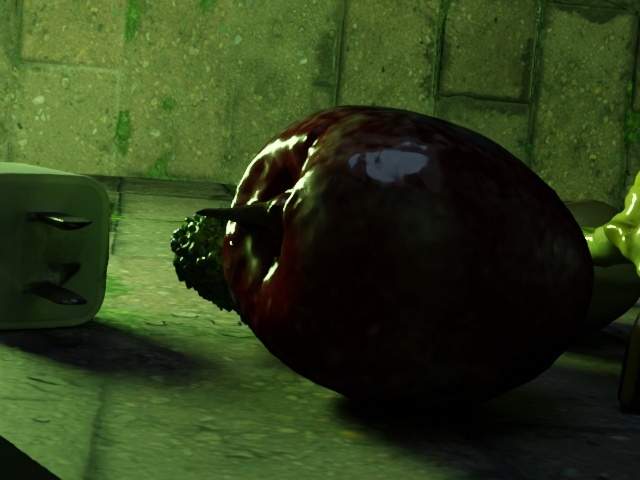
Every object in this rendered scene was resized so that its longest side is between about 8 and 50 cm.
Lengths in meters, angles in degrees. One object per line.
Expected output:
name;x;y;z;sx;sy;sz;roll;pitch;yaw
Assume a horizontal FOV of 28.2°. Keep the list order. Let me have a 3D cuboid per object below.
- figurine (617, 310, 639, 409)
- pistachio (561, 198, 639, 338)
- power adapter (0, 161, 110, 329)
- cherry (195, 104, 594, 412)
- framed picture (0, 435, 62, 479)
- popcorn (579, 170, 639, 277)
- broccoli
figurine;0.298;0.082;0.909;0.154;0.098;0.082;5;3;29
pistachio;0.218;0.028;1.209;0.206;0.131;0.129;-5;2;-28
power adapter;-0.244;0.005;1.053;0.125;0.130;0.205;0;6;-37
cherry;0.064;0.014;0.872;0.300;0.203;0.230;11;-5;-27
framed picture;-0.238;0.116;0.548;0.265;0.016;0.347;1;6;-35
popcorn;0.372;-0.015;1.027;0.293;0.237;0.293;27;5;-3
broccoli;-0.001;0.003;1.072;0.226;0.176;0.198;27;-14;-6
